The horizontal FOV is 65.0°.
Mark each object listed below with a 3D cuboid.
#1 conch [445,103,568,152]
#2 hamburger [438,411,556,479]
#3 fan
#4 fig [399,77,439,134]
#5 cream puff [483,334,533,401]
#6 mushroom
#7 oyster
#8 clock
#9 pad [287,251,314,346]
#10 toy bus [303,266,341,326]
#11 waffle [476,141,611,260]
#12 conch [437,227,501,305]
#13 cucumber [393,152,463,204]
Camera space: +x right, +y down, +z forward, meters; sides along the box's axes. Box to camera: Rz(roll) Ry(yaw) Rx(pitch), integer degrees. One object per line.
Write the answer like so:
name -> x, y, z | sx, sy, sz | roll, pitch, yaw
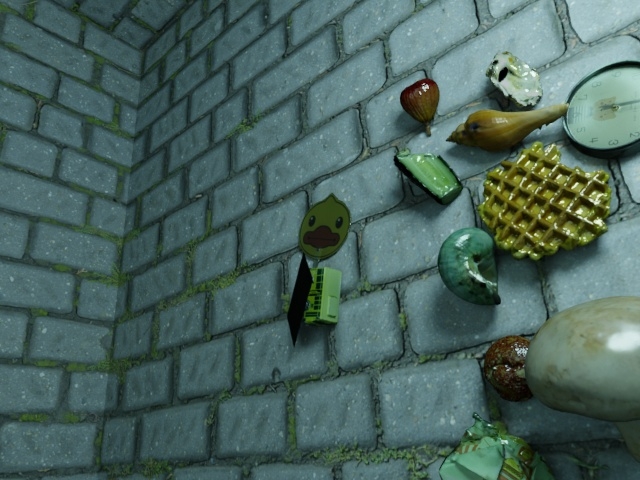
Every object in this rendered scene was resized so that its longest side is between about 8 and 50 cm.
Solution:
conch -> 0.452, -0.288, 1.267 | 0.330, 0.093, 0.109 | -6, 80, 54
hamburger -> 0.368, 0.486, 1.058 | 0.214, 0.125, 0.235 | -36, 56, 22
fan -> 0.001, 0.000, 1.668 | 0.230, 0.011, 0.335 | 5, 76, 44
fig -> 0.285, -0.395, 1.474 | 0.119, 0.119, 0.153 | 13, 91, 45
cream puff -> 0.425, 0.281, 1.106 | 0.149, 0.084, 0.149 | -19, 62, 40
mushroom -> 0.532, 0.254, 0.900 | 0.298, 0.297, 0.290 | -24, 83, 36
oyster -> 0.490, -0.412, 1.303 | 0.209, 0.133, 0.072 | 60, 161, 25
clock -> 0.659, -0.293, 1.122 | 0.226, 0.049, 0.226 | -18, 63, 40
pad -> -0.065, 0.183, 1.564 | 0.159, 0.009, 0.265 | -112, 32, -56
toy bus -> 0.007, 0.173, 1.542 | 0.101, 0.088, 0.175 | -10, 68, 43
waffle -> 0.512, -0.095, 1.160 | 0.282, 0.058, 0.300 | -33, 50, 19
conch -> 0.363, 0.059, 1.214 | 0.122, 0.176, 0.188 | -42, 23, 54
cucumber -> 0.301, -0.175, 1.399 | 0.193, 0.115, 0.085 | 51, 154, 37
